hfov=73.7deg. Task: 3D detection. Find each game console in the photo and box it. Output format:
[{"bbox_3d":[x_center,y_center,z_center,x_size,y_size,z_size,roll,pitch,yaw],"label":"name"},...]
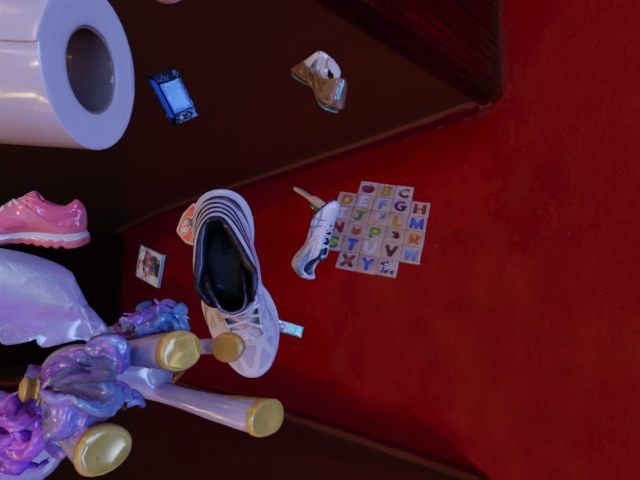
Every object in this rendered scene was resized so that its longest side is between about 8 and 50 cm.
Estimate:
[{"bbox_3d":[-0.342,-0.336,0.995,0.071,0.107,0.122,3,124,51],"label":"game console"}]

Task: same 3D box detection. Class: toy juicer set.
[{"bbox_3d":[0.058,-0.077,1.507,0.090,0.328,0.209,-63,22,11],"label":"toy juicer set"}]

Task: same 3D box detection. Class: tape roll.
[{"bbox_3d":[-0.433,-0.271,0.671,0.168,0.246,0.247,5,91,5],"label":"tape roll"}]

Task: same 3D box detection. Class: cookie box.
[{"bbox_3d":[-0.126,0.300,1.473,0.091,0.107,0.040,-9,63,59],"label":"cookie box"}]

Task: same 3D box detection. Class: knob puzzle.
[{"bbox_3d":[-0.531,-0.067,1.795,0.213,0.030,0.213,-4,79,22],"label":"knob puzzle"}]

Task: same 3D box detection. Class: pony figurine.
[{"bbox_3d":[-0.278,0.162,0.504,0.363,0.350,0.303,-6,77,40],"label":"pony figurine"}]

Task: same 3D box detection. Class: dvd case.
[{"bbox_3d":[-0.446,0.066,1.116,0.119,0.013,0.087,17,98,41],"label":"dvd case"}]

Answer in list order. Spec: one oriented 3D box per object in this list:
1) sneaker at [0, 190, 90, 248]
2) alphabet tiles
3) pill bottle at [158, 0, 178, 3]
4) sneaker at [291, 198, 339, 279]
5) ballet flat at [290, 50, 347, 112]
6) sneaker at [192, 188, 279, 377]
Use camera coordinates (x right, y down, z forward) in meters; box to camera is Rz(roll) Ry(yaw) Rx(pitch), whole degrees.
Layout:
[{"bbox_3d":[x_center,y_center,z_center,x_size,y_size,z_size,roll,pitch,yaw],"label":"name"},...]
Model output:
[{"bbox_3d":[-0.746,-0.060,1.062,0.116,0.313,0.136,-151,66,-63],"label":"sneaker"},{"bbox_3d":[0.168,-0.045,1.270,0.284,0.011,0.343,9,54,14],"label":"alphabet tiles"},{"bbox_3d":[-0.478,-0.779,1.107,0.210,0.363,0.211,1,98,7],"label":"pill bottle"},{"bbox_3d":[0.000,0.000,1.160,0.086,0.085,0.237,36,112,26],"label":"sneaker"},{"bbox_3d":[0.002,-0.531,1.372,0.124,0.116,0.342,-64,33,28],"label":"ballet flat"},{"bbox_3d":[-0.184,0.140,0.865,0.257,0.168,0.448,-109,9,-70],"label":"sneaker"}]
